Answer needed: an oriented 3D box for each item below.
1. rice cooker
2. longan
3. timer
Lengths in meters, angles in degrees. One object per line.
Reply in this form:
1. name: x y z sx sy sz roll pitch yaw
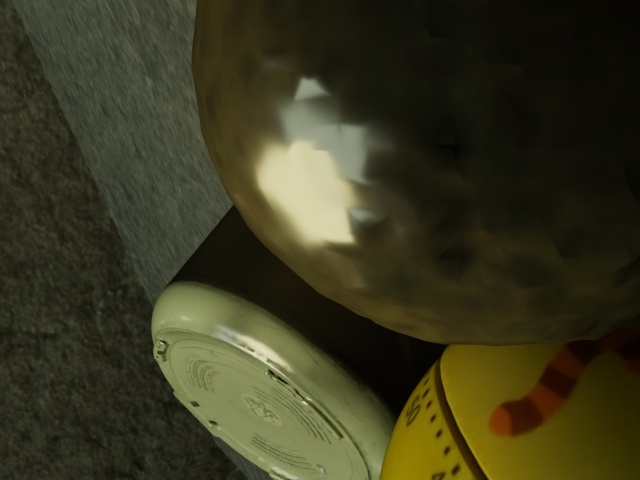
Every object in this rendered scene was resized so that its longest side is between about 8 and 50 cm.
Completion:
1. rice cooker: 0.028 0.070 1.788 0.335 0.325 0.335 30 153 17
2. longan: 0.110 -0.118 1.115 0.391 0.391 0.391 51 163 22
3. timer: 0.241 0.177 1.251 0.376 0.387 0.376 43 -166 -13
